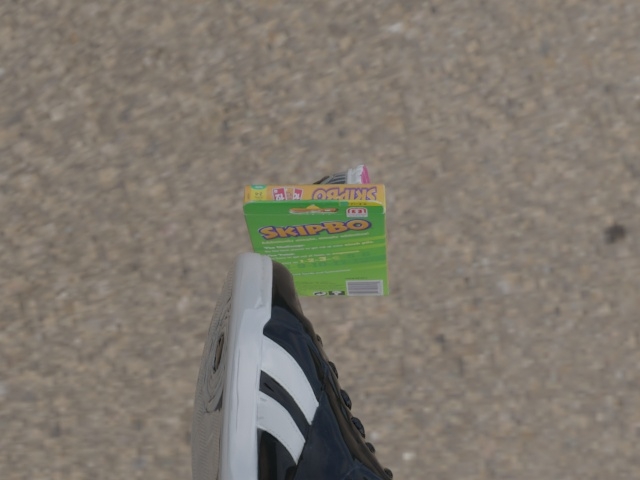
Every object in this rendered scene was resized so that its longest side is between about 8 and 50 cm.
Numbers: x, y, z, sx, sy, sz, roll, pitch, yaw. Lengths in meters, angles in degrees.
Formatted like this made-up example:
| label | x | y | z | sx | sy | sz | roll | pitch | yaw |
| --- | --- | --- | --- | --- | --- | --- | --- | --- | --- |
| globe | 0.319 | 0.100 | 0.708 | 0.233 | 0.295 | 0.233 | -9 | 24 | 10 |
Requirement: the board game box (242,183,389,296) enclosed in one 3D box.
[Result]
| label | x | y | z | sx | sy | sz | roll | pitch | yaw |
| --- | --- | --- | --- | --- | --- | --- | --- | --- | --- |
| board game box | 0.000 | 0.000 | 1.593 | 0.124 | 0.259 | 0.039 | -1 | 73 | 3 |

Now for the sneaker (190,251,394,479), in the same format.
| label | x | y | z | sx | sy | sz | roll | pitch | yaw |
| --- | --- | --- | --- | --- | --- | --- | --- | --- | --- |
| sneaker | 0.010 | 0.103 | 0.735 | 0.121 | 0.079 | 0.217 | 11 | 46 | -13 |

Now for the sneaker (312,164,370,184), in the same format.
| label | x | y | z | sx | sy | sz | roll | pitch | yaw |
| --- | --- | --- | --- | --- | --- | --- | --- | --- | --- |
| sneaker | 0.013 | -0.024 | 1.849 | 0.170 | 0.075 | 0.063 | -78 | 152 | -59 |
